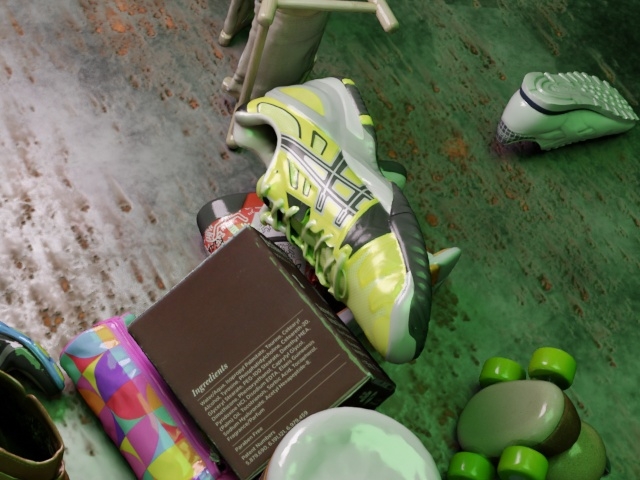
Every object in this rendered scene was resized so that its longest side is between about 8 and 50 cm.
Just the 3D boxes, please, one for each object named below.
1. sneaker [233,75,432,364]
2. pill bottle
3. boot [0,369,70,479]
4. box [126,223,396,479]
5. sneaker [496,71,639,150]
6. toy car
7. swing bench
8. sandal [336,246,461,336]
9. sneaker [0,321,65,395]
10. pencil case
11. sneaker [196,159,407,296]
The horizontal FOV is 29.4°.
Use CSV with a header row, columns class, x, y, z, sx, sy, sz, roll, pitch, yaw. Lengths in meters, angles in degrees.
class,x,y,z,sx,sy,sz,roll,pitch,yaw
sneaker,0.011,-0.017,1.329,0.147,0.145,0.385,-10,49,-16
pill bottle,0.004,0.282,1.155,0.162,0.278,0.162,7,57,-11
boot,-0.358,0.174,1.157,0.283,0.220,0.109,38,57,10
box,-0.056,0.124,1.259,0.167,0.168,0.203,-40,74,2
sneaker,0.336,-0.169,1.655,0.235,0.095,0.090,2,41,-37
toy car,0.259,0.240,1.371,0.188,0.149,0.155,40,56,-24
swing bench,-0.032,-0.286,1.517,0.165,0.253,0.255,1,58,-15
sandal,0.053,0.058,1.418,0.265,0.102,0.076,-29,70,-26
sneaker,-0.358,0.121,1.295,0.188,0.067,0.078,25,77,-1
pencil case,-0.174,0.185,1.277,0.104,0.104,0.236,-32,71,-30
sneaker,-0.001,0.001,1.448,0.270,0.090,0.145,-14,64,-19
